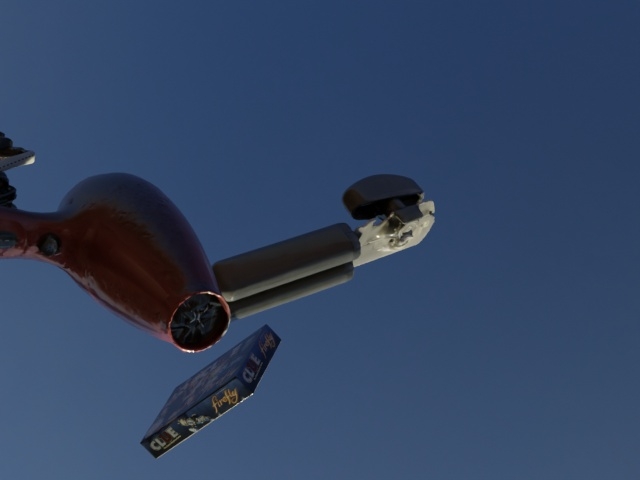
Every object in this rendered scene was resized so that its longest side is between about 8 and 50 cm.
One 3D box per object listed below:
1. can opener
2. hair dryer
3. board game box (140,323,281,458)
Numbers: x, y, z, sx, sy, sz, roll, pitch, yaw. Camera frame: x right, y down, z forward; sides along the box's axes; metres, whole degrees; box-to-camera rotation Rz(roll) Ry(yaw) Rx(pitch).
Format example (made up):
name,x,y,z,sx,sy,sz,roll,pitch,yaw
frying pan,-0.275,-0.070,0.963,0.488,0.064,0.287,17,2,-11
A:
name,x,y,z,sx,sy,sz,roll,pitch,yaw
can opener,0.000,0.000,0.984,0.095,0.283,0.076,56,-30,30
hair dryer,-0.181,0.006,0.543,0.293,0.223,0.080,15,-68,17
board game box,-0.185,0.254,1.531,0.243,0.165,0.042,-37,-78,27
